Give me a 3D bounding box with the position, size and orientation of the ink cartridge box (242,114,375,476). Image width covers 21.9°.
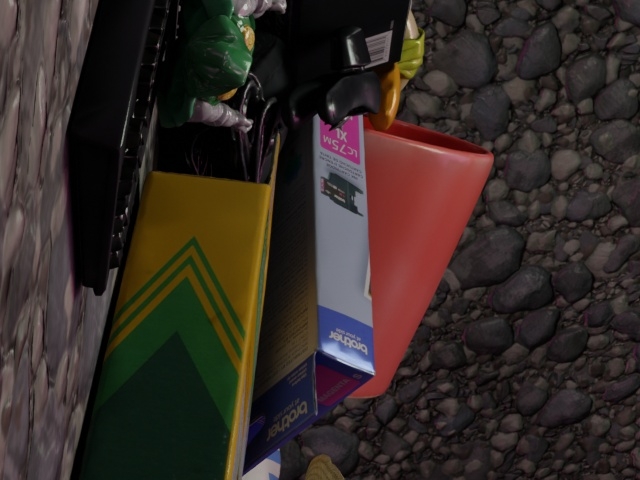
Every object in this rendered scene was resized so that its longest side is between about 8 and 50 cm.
[{"bbox_3d":[-0.037,0.051,1.257,0.186,0.065,0.311,-42,-146,38],"label":"ink cartridge box"}]

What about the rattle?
[{"bbox_3d":[-0.018,-0.172,1.395,0.130,0.199,0.143,-45,-170,46],"label":"rattle"}]

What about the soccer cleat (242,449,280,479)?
[{"bbox_3d":[-0.098,0.235,1.484,0.331,0.116,0.143,-90,170,-66],"label":"soccer cleat"}]

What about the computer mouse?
[{"bbox_3d":[-0.053,-0.083,1.228,0.272,0.072,0.189,-101,-162,-59],"label":"computer mouse"}]

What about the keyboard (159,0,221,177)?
[{"bbox_3d":[-0.099,-0.070,1.121,0.100,0.038,0.192,-144,-124,-63],"label":"keyboard"}]

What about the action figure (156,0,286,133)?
[{"bbox_3d":[-0.057,-0.107,0.918,0.232,0.063,0.137,-101,-151,-78],"label":"action figure"}]

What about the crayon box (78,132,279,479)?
[{"bbox_3d":[-0.085,0.107,1.003,0.323,0.083,0.203,-83,180,-47],"label":"crayon box"}]

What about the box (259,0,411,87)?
[{"bbox_3d":[-0.006,-0.261,1.243,0.261,0.103,0.184,96,-25,-64],"label":"box"}]

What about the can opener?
[{"bbox_3d":[0.002,-0.104,1.180,0.186,0.059,0.073,-53,125,-69],"label":"can opener"}]

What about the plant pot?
[{"bbox_3d":[0.000,0.000,1.518,0.275,0.274,0.243,-86,-170,-82],"label":"plant pot"}]

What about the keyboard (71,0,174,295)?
[{"bbox_3d":[-0.084,-0.148,0.828,0.202,0.033,0.317,96,-1,-48],"label":"keyboard"}]

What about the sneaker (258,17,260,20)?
[{"bbox_3d":[-0.056,-0.191,1.637,0.225,0.092,0.088,-23,101,-71],"label":"sneaker"}]

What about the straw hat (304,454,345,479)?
[{"bbox_3d":[-0.022,0.192,0.931,0.144,0.061,0.145,180,-90,-74],"label":"straw hat"}]
